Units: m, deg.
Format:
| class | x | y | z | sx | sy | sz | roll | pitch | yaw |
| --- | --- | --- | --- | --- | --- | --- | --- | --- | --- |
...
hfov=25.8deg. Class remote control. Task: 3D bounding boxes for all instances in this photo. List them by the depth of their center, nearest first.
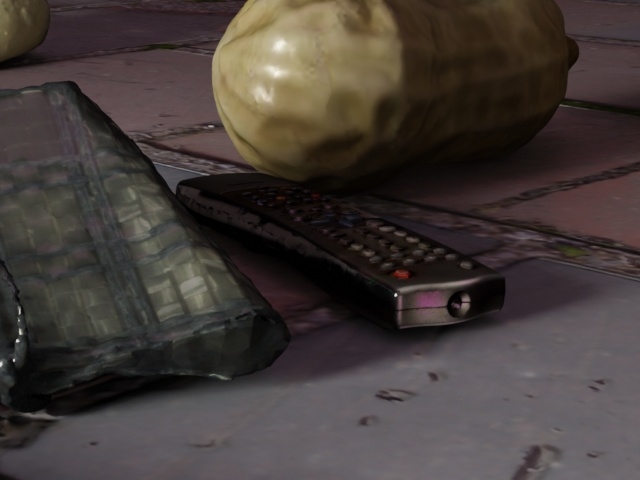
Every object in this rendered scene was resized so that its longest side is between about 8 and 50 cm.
| class | x | y | z | sx | sy | sz | roll | pitch | yaw |
| --- | --- | --- | --- | --- | --- | --- | --- | --- | --- |
| remote control | 0.000 | 0.000 | 0.616 | 0.059 | 0.028 | 0.212 | -4 | 16 | -29 |

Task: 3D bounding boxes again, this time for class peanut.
| class | x | y | z | sx | sy | sz | roll | pitch | yaw |
| --- | --- | --- | --- | --- | --- | --- | --- | --- | --- |
| peanut | 0.050 | -0.096 | 0.797 | 0.136 | 0.120 | 0.298 | 16 | 19 | 38 |

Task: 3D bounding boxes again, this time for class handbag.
| class | x | y | z | sx | sy | sz | roll | pitch | yaw |
| --- | --- | --- | --- | --- | --- | --- | --- | --- | --- |
| handbag | -0.160 | 0.012 | 0.493 | 0.270 | 0.088 | 0.175 | -5 | 25 | -17 |

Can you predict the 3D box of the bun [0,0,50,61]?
| class | x | y | z | sx | sy | sz | roll | pitch | yaw |
| --- | --- | --- | --- | --- | --- | --- | --- | --- | --- |
| bun | -0.349 | -0.221 | 1.203 | 0.229 | 0.145 | 0.229 | -2 | 13 | 0 |
